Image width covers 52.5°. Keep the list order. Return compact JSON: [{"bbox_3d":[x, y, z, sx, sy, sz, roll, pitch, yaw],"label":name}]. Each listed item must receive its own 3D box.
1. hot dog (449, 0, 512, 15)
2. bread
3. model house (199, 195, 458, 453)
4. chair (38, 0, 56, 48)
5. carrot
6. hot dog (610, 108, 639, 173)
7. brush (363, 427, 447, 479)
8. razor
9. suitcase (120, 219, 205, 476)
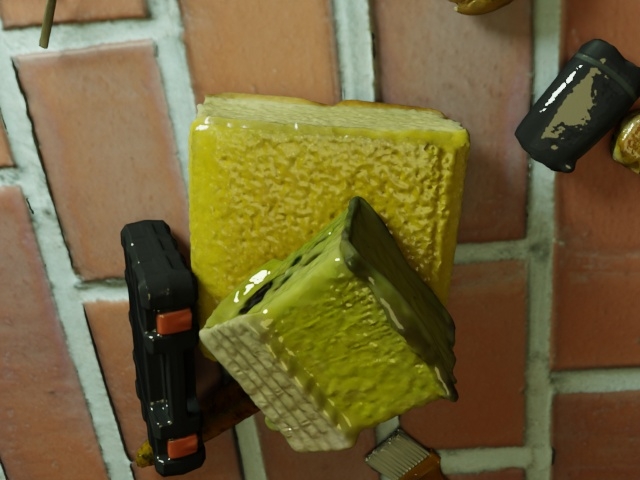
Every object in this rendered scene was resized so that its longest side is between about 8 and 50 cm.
[{"bbox_3d":[0.194,-0.306,0.701,0.090,0.060,0.140,40,117,-16],"label":"hot dog"},{"bbox_3d":[0.000,0.000,0.800,0.324,0.143,0.332,6,113,4],"label":"bread"},{"bbox_3d":[0.001,0.107,0.673,0.234,0.174,0.193,-35,105,16],"label":"model house"},{"bbox_3d":[-0.327,-0.329,0.720,0.095,0.104,0.221,13,121,-29],"label":"chair"},{"bbox_3d":[-0.172,0.268,0.972,0.314,0.066,0.066,-36,106,18],"label":"carrot"},{"bbox_3d":[0.477,-0.070,0.771,0.289,0.068,0.083,26,90,-2],"label":"hot dog"},{"bbox_3d":[0.213,0.406,1.025,0.314,0.017,0.090,38,114,-11],"label":"brush"},{"bbox_3d":[0.300,-0.153,0.756,0.090,0.054,0.148,36,111,-6],"label":"razor"},{"bbox_3d":[-0.206,0.135,0.843,0.066,0.206,0.285,-8,116,-22],"label":"suitcase"}]
